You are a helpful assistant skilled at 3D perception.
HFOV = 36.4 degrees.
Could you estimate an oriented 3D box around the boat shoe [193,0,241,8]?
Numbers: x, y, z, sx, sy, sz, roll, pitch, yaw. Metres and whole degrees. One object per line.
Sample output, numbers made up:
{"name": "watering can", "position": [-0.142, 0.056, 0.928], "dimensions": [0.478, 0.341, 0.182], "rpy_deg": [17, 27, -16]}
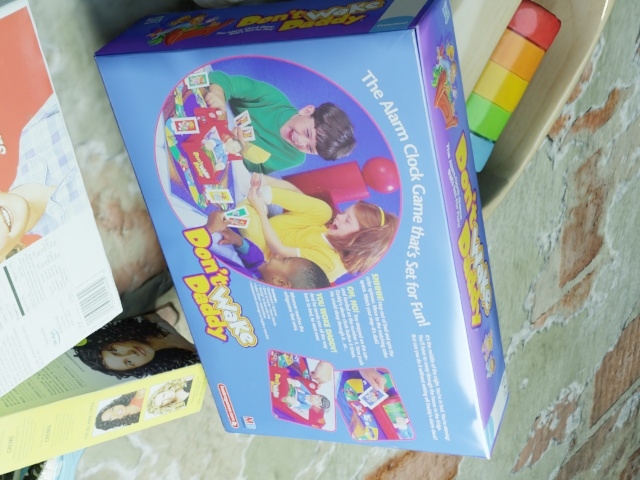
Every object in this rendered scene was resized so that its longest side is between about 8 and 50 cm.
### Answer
{"name": "boat shoe", "position": [0.014, -0.267, 0.730], "dimensions": [0.277, 0.096, 0.098], "rpy_deg": [-45, 142, -18]}

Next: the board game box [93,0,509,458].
{"name": "board game box", "position": [0.000, 0.000, 0.727], "dimensions": [0.078, 0.233, 0.347], "rpy_deg": [-57, 141, -50]}

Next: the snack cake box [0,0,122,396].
{"name": "snack cake box", "position": [-0.234, -0.022, 0.612], "dimensions": [0.152, 0.089, 0.264], "rpy_deg": [-36, 141, -29]}

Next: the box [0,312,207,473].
{"name": "box", "position": [-0.202, 0.118, 0.766], "dimensions": [0.232, 0.087, 0.058], "rpy_deg": [-11, 125, -47]}

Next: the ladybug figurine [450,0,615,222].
{"name": "ladybug figurine", "position": [0.109, -0.156, 0.851], "dimensions": [0.449, 0.162, 0.305], "rpy_deg": [-60, 153, 7]}

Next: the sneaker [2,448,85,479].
{"name": "sneaker", "position": [-0.236, 0.225, 0.821], "dimensions": [0.073, 0.063, 0.162], "rpy_deg": [11, 107, -56]}
